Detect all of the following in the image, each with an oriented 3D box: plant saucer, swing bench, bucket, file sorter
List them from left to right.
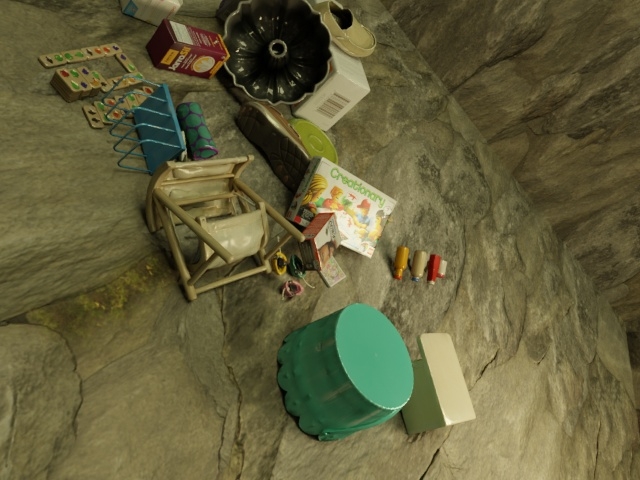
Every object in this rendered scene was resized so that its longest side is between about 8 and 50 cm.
[{"bbox_3d":[-0.386,-0.247,1.111,0.105,0.118,0.170,2,63,-55],"label":"file sorter"},{"bbox_3d":[-0.215,-0.042,1.124,0.253,0.165,0.254,-17,70,-53],"label":"swing bench"},{"bbox_3d":[-0.024,-0.304,1.669,0.241,0.037,0.240,30,41,-30],"label":"plant saucer"},{"bbox_3d":[0.061,0.285,1.145,0.281,0.183,0.281,30,42,-31],"label":"bucket"}]

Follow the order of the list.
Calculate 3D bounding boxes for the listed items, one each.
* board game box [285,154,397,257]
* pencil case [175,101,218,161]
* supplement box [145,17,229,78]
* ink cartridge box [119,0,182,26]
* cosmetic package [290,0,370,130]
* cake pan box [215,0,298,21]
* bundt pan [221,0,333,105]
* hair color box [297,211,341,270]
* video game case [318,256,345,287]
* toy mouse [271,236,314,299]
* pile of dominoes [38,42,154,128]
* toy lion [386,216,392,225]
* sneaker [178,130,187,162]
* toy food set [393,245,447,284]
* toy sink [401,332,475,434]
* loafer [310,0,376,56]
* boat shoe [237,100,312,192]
[{"bbox_3d":[0.066,-0.090,1.480,0.305,0.053,0.192,25,89,-35],"label":"board game box"},{"bbox_3d":[-0.308,-0.272,1.287,0.070,0.065,0.151,71,-5,-72],"label":"pencil case"},{"bbox_3d":[-0.357,-0.514,1.399,0.188,0.104,0.080,-8,68,-51],"label":"supplement box"},{"bbox_3d":[-0.462,-0.658,1.410,0.143,0.092,0.089,3,58,-50],"label":"ink cartridge box"},{"bbox_3d":[-0.006,-0.638,1.803,0.162,0.230,0.452,17,48,-40],"label":"cosmetic package"},{"bbox_3d":[-0.173,-0.726,1.672,0.246,0.267,0.070,27,70,-33],"label":"cake pan box"},{"bbox_3d":[-0.133,-0.563,1.557,0.331,0.331,0.124,47,-2,-10],"label":"bundt pan"},{"bbox_3d":[0.000,0.000,1.345,0.167,0.054,0.093,-52,135,-55],"label":"hair color box"},{"bbox_3d":[0.014,0.065,1.425,0.122,0.011,0.087,56,35,4],"label":"video game case"},{"bbox_3d":[-0.072,0.091,1.283,0.143,0.031,0.160,35,43,-39],"label":"toy mouse"},{"bbox_3d":[-0.487,-0.369,1.182,0.196,0.040,0.251,50,36,-6],"label":"pile of dominoes"},{"bbox_3d":[0.193,-0.085,1.745,0.096,0.034,0.100,-4,64,-42],"label":"toy lion"},{"bbox_3d":[-0.341,-0.222,1.242,0.035,0.031,0.083,-4,74,-5],"label":"sneaker"},{"bbox_3d":[0.336,0.099,1.701,0.232,0.111,0.104,24,75,-50],"label":"toy food set"},{"bbox_3d":[0.287,0.379,1.376,0.153,0.131,0.234,9,59,-46],"label":"toy sink"},{"bbox_3d":[0.084,-0.671,1.640,0.269,0.092,0.101,12,74,-36],"label":"loafer"},{"bbox_3d":[-0.096,-0.274,1.491,0.324,0.123,0.116,53,33,-5],"label":"boat shoe"}]
